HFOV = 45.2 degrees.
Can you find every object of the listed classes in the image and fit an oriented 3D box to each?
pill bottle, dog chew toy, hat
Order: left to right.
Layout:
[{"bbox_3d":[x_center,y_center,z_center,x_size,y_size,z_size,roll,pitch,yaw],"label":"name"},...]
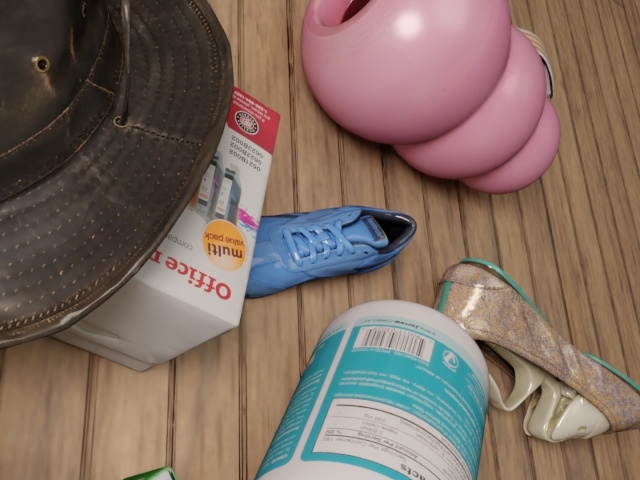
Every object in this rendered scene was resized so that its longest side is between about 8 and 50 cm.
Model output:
[{"bbox_3d":[-0.197,-0.111,0.390,0.331,0.134,0.331,4,57,-6],"label":"hat"},{"bbox_3d":[0.032,0.168,0.528,0.146,0.146,0.264,49,33,-13],"label":"pill bottle"},{"bbox_3d":[0.135,-0.159,0.799,0.332,0.207,0.206,34,49,-38],"label":"dog chew toy"}]

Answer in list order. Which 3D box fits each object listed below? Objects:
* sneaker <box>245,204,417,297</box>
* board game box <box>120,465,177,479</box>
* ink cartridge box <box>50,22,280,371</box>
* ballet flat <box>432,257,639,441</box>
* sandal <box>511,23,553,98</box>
[{"bbox_3d":[0.000,0.000,0.665,0.209,0.082,0.069,-8,77,-44],"label":"sneaker"},{"bbox_3d":[-0.121,0.319,0.396,0.242,0.064,0.316,-20,84,-47],"label":"board game box"},{"bbox_3d":[-0.124,-0.022,0.522,0.128,0.127,0.176,29,53,-30],"label":"ink cartridge box"},{"bbox_3d":[0.228,0.145,0.810,0.316,0.107,0.106,37,68,-17],"label":"ballet flat"},{"bbox_3d":[0.274,-0.211,1.035,0.102,0.076,0.265,42,46,-20],"label":"sandal"}]
